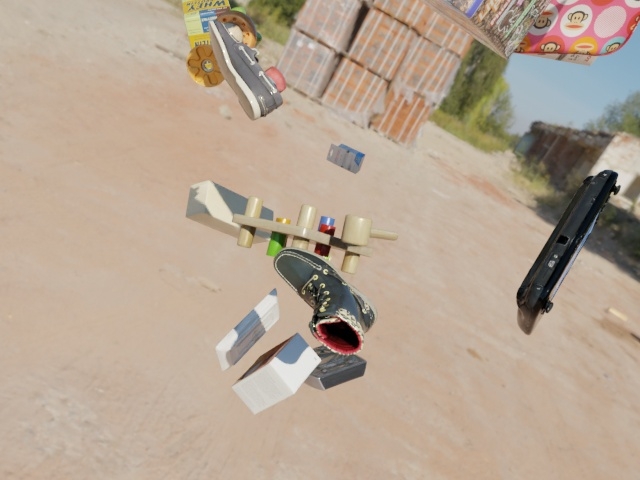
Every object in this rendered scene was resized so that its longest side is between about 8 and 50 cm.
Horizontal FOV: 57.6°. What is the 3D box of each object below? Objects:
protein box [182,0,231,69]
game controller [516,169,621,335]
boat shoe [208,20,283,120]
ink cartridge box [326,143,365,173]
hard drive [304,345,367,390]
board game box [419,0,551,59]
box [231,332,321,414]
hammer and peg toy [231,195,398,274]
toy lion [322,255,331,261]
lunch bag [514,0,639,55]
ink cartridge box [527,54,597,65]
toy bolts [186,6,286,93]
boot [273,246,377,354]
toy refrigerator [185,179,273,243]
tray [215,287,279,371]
[{"bbox_3d":[-0.324,-0.611,1.748,0.136,0.200,0.201,-13,40,-6],"label":"protein box"},{"bbox_3d":[0.442,0.022,1.042,0.067,0.319,0.166,26,-20,33],"label":"game controller"},{"bbox_3d":[-0.131,-0.298,1.001,0.065,0.075,0.206,-24,72,-16],"label":"boat shoe"},{"bbox_3d":[0.061,-0.201,1.407,0.083,0.048,0.028,28,32,12],"label":"ink cartridge box"},{"bbox_3d":[0.011,0.365,1.690,0.172,0.054,0.255,-14,7,-24],"label":"hard drive"},{"bbox_3d":[0.190,-0.401,0.816,0.232,0.141,0.291,42,22,18],"label":"board game box"},{"bbox_3d":[-0.105,0.314,1.376,0.091,0.170,0.130,50,39,-2],"label":"box"},{"bbox_3d":[0.000,0.000,1.353,0.361,0.127,0.266,12,-3,42],"label":"hammer and peg toy"},{"bbox_3d":[0.002,0.051,1.969,0.034,0.100,0.096,20,48,-19],"label":"toy lion"},{"bbox_3d":[0.505,-0.502,1.145,0.293,0.258,0.120,1,49,-7],"label":"lunch bag"},{"bbox_3d":[0.614,-0.535,1.454,0.219,0.092,0.160,8,-23,-4],"label":"ink cartridge box"},{"bbox_3d":[-0.202,-0.384,1.339,0.228,0.218,0.158,52,22,-19],"label":"toy bolts"},{"bbox_3d":[-0.001,0.106,1.073,0.236,0.085,0.178,37,15,2],"label":"boot"},{"bbox_3d":[-0.268,-0.078,1.739,0.094,0.102,0.269,-10,-23,38],"label":"toy refrigerator"},{"bbox_3d":[-0.209,0.278,1.783,0.030,0.145,0.270,30,56,24],"label":"tray"}]
